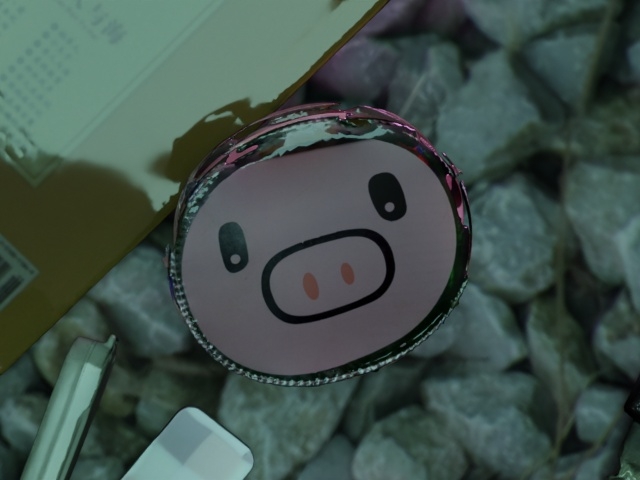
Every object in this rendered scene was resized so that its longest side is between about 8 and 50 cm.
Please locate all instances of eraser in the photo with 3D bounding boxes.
[{"bbox_3d":[-0.098,0.165,1.142,0.065,0.026,0.105,39,85,-1],"label":"eraser"}]

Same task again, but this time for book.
[{"bbox_3d":[-0.167,-0.134,1.116,0.389,0.032,0.269,-43,97,2],"label":"book"}]

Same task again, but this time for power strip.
[{"bbox_3d":[-0.178,0.148,1.124,0.030,0.047,0.191,21,85,0],"label":"power strip"}]

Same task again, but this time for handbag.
[{"bbox_3d":[0.000,0.001,1.090,0.205,0.116,0.179,-17,107,-7],"label":"handbag"}]

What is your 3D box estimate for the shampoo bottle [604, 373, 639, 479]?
[{"bbox_3d":[0.249,0.092,1.160,0.057,0.063,0.207,28,86,5],"label":"shampoo bottle"}]
